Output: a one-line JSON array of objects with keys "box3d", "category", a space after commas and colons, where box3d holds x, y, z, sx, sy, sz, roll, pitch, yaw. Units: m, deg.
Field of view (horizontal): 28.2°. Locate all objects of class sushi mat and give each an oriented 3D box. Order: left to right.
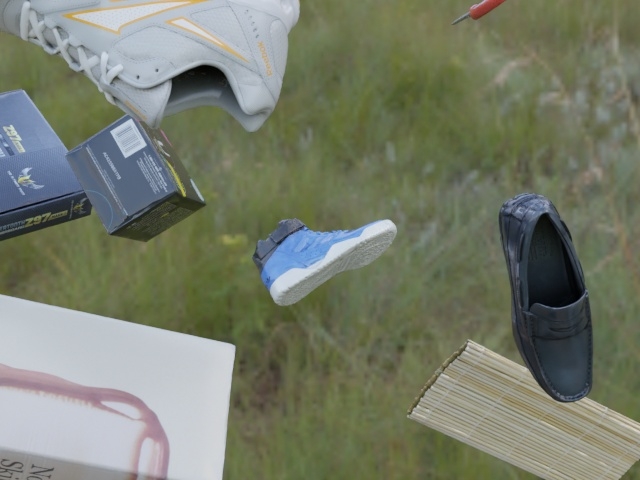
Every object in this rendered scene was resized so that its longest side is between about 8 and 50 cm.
[{"box3d": [0.288, 0.250, 1.731, 0.317, 0.151, 0.019, 26, 33, -13], "category": "sushi mat"}]

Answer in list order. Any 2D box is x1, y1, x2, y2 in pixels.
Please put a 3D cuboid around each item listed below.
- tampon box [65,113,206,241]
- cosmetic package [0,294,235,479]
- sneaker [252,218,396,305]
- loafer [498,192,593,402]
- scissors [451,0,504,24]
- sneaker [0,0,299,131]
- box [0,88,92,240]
[{"box3d": [-0.231, -0.077, 1.622, 0.101, 0.120, 0.161, -31, -7, 5], "category": "tampon box"}, {"box3d": [-0.228, 0.133, 0.959, 0.296, 0.129, 0.153, 12, -37, -13], "category": "cosmetic package"}, {"box3d": [0.000, 0.000, 1.359, 0.152, 0.084, 0.058, -30, -29, -5], "category": "sneaker"}, {"box3d": [0.226, 0.063, 1.255, 0.076, 0.223, 0.078, -17, 15, -7], "category": "loafer"}, {"box3d": [0.224, -0.335, 1.862, 0.109, 0.021, 0.297, -41, 9, -20], "category": "scissors"}, {"box3d": [-0.144, -0.142, 0.883, 0.263, 0.121, 0.099, 7, -18, -11], "category": "sneaker"}, {"box3d": [-0.451, -0.105, 1.781, 0.183, 0.059, 0.232, -18, 54, -32], "category": "box"}]
